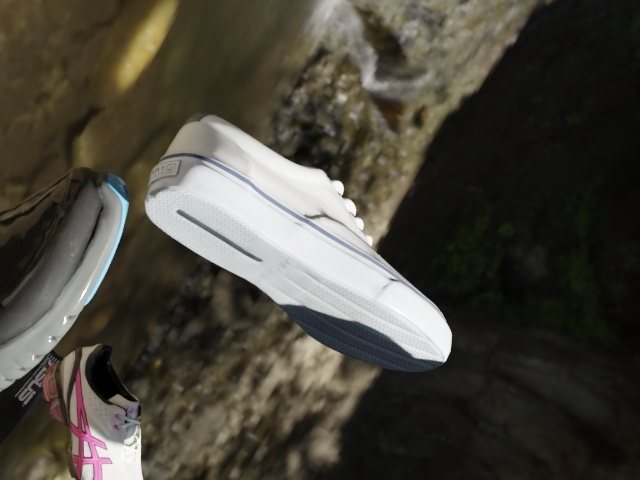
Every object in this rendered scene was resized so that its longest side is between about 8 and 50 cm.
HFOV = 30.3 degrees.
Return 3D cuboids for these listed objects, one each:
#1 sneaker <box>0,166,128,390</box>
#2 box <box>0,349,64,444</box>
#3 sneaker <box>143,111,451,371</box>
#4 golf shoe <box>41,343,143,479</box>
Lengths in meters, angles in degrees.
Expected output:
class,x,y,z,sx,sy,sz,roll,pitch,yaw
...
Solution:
class,x,y,z,sx,sy,sz,roll,pitch,yaw
sneaker,-0.283,0.049,0.822,0.341,0.139,0.125,-37,-155,11
box,-0.433,0.162,1.408,0.190,0.184,0.045,-51,-170,-23
sneaker,0.000,0.000,0.827,0.094,0.258,0.091,-24,-142,46
golf shoe,-0.211,0.193,1.170,0.086,0.186,0.067,-31,168,29
